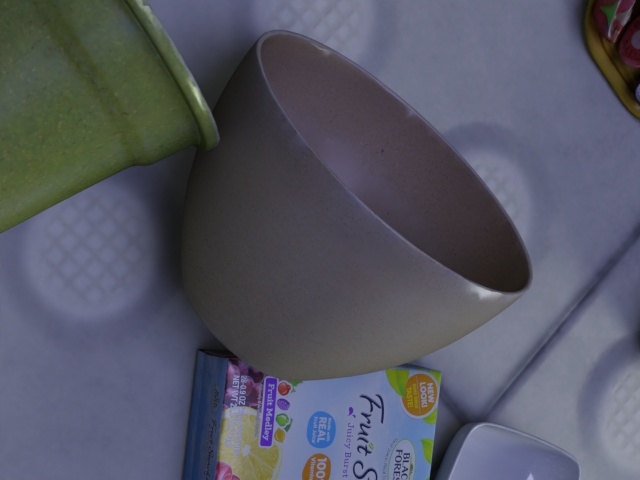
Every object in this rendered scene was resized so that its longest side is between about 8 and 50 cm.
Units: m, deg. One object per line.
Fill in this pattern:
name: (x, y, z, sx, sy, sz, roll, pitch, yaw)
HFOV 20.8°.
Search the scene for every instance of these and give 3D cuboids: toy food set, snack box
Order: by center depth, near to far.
snack box: (-0.008, 0.185, 1.474, 0.207, 0.070, 0.174, 5, 92, -29)
toy food set: (0.314, -0.191, 1.585, 0.128, 0.071, 0.218, -40, 115, 0)

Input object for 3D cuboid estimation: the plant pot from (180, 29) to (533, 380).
plant pot: (0.000, 0.000, 1.377, 0.284, 0.284, 0.191, 33, 113, -26)

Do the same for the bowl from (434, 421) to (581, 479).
bowl: (0.155, 0.239, 1.572, 0.142, 0.053, 0.142, 24, 83, -27)

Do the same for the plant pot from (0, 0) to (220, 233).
plant pot: (-0.253, -0.109, 1.234, 0.254, 0.276, 0.276, -36, 110, -7)
